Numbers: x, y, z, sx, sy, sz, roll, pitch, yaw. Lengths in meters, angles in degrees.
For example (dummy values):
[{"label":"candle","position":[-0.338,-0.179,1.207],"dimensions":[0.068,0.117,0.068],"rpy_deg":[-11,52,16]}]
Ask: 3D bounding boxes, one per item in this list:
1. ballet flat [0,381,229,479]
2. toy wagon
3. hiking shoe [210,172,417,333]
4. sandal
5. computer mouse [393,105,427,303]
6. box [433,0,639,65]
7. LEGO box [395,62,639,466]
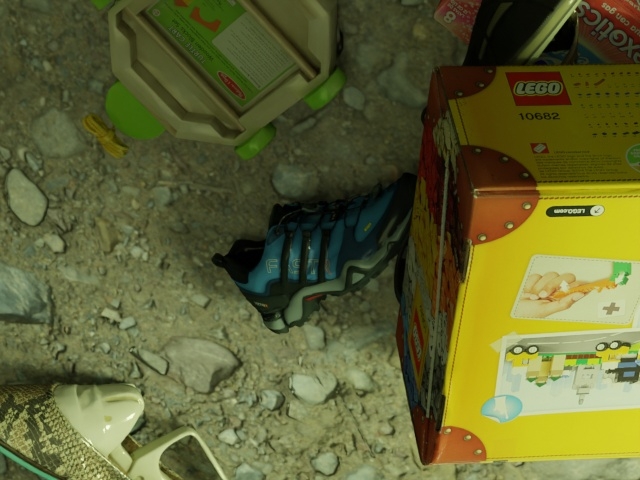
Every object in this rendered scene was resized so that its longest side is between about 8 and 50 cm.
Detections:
[{"label":"ballet flat","position":[-0.253,0.307,2.205],"dimensions":[0.483,0.164,0.182],"rpy_deg":[41,103,-19]},{"label":"toy wagon","position":[-0.144,-0.216,1.855],"dimensions":[0.344,0.068,0.267],"rpy_deg":[-34,108,33]},{"label":"hiking shoe","position":[0.000,0.000,1.925],"dimensions":[0.132,0.113,0.304],"rpy_deg":[43,124,-13]},{"label":"sandal","position":[0.200,-0.177,1.576],"dimensions":[0.086,0.120,0.303],"rpy_deg":[6,132,-21]},{"label":"computer mouse","position":[0.189,-0.025,1.811],"dimensions":[0.184,0.262,0.060],"rpy_deg":[8,166,12]},{"label":"box","position":[0.285,-0.222,1.666],"dimensions":[0.300,0.154,0.142],"rpy_deg":[36,127,-10]},{"label":"LEGO box","position":[0.348,0.026,1.568],"dimensions":[0.500,0.193,0.372],"rpy_deg":[-1,132,-7]}]
